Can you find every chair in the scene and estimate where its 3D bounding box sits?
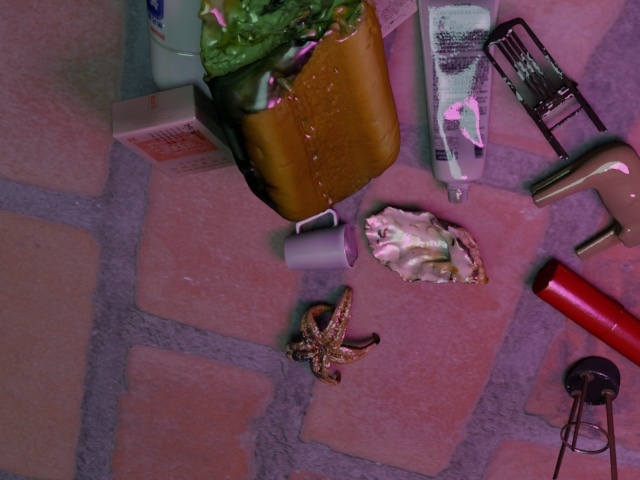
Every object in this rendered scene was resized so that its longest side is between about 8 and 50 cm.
[{"bbox_3d":[0.332,-0.228,1.179,0.084,0.101,0.212,-37,81,21],"label":"chair"},{"bbox_3d":[0.454,0.308,1.358,0.104,0.221,0.095,41,138,-13],"label":"chair"}]

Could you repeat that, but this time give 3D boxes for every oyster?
[{"bbox_3d":[0.177,0.003,1.322,0.209,0.072,0.133,6,112,23],"label":"oyster"}]

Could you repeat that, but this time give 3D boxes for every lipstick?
[{"bbox_3d":[0.485,0.137,1.332,0.280,0.073,0.073,35,115,-8],"label":"lipstick"}]

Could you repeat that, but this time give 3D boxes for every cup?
[{"bbox_3d":[0.000,0.000,1.349,0.116,0.074,0.104,-6,90,17],"label":"cup"}]

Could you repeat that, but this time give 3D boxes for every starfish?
[{"bbox_3d":[0.027,0.176,1.423,0.146,0.074,0.190,29,114,1],"label":"starfish"}]

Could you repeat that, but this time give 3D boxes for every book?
[{"bbox_3d":[0.064,-0.383,1.134,0.014,0.127,0.181,-4,124,57],"label":"book"}]

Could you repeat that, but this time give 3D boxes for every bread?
[{"bbox_3d":[-0.026,-0.199,1.117,0.251,0.208,0.376,-29,148,-3],"label":"bread"}]

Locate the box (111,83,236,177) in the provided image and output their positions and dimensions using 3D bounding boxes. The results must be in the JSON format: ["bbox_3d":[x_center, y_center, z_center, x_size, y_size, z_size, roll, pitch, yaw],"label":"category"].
[{"bbox_3d":[-0.217,-0.165,1.234,0.141,0.201,0.058,-9,73,12],"label":"box"}]

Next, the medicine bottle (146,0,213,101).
[{"bbox_3d":[-0.184,-0.347,1.134,0.130,0.130,0.341,13,136,3],"label":"medicine bottle"}]

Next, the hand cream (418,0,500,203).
[{"bbox_3d":[0.211,-0.223,1.216,0.124,0.078,0.340,-1,107,5],"label":"hand cream"}]

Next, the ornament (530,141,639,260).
[{"bbox_3d":[0.495,-0.054,1.244,0.245,0.061,0.230,-31,109,24],"label":"ornament"}]

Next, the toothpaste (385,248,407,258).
[{"bbox_3d":[0.141,0.029,1.366,0.083,0.015,0.024,11,117,10],"label":"toothpaste"}]
